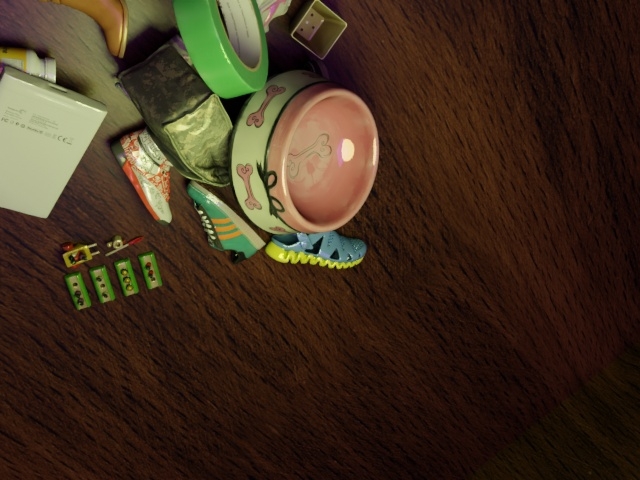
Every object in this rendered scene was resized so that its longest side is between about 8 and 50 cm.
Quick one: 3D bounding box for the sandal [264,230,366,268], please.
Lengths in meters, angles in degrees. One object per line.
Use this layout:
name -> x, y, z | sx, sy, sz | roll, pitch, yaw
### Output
sandal -> 0.000, 0.000, 2.078 | 0.317, 0.126, 0.138 | 5, 111, -27

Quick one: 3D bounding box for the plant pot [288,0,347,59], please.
plant pot -> -0.019, -0.542, 1.777 | 0.109, 0.096, 0.109 | 30, 102, -33

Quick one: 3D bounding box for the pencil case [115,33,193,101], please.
pencil case -> -0.390, -0.408, 1.698 | 0.206, 0.088, 0.086 | -38, 115, 2

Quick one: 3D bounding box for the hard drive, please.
hard drive -> -0.683, -0.216, 1.637 | 0.232, 0.047, 0.353 | 18, 124, -36

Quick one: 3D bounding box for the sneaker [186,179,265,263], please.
sneaker -> -0.281, -0.042, 1.937 | 0.121, 0.108, 0.302 | -43, 126, -1

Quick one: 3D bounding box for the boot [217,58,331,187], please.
boot -> -0.128, -0.293, 1.849 | 0.284, 0.138, 0.378 | -3, 127, -22

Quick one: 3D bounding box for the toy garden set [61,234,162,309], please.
toy garden set -> -0.573, 0.078, 1.914 | 0.244, 0.049, 0.204 | -17, 123, -14

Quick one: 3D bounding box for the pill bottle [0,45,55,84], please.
pill bottle -> -0.693, -0.381, 1.574 | 0.184, 0.103, 0.103 | 0, 117, -24

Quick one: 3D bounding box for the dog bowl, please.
dog bowl -> -0.018, -0.198, 1.678 | 0.407, 0.150, 0.409 | -18, 115, -43

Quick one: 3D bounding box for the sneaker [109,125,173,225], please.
sneaker -> -0.414, -0.169, 1.820 | 0.144, 0.090, 0.270 | -29, 122, -3

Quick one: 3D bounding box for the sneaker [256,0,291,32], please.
sneaker -> -0.117, -0.613, 1.702 | 0.252, 0.103, 0.111 | -51, 141, 4

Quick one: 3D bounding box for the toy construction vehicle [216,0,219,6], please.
toy construction vehicle -> -0.235, -0.616, 1.681 | 0.098, 0.035, 0.086 | -36, 125, -1

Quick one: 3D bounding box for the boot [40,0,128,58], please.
boot -> -0.543, -0.539, 1.545 | 0.220, 0.109, 0.284 | -11, 119, -19

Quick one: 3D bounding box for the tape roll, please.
tape roll -> -0.206, -0.468, 1.490 | 0.077, 0.321, 0.321 | -11, 126, 17

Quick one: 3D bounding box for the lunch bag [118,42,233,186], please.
lunch bag -> -0.312, -0.269, 1.642 | 0.168, 0.235, 0.287 | -36, 148, -9
